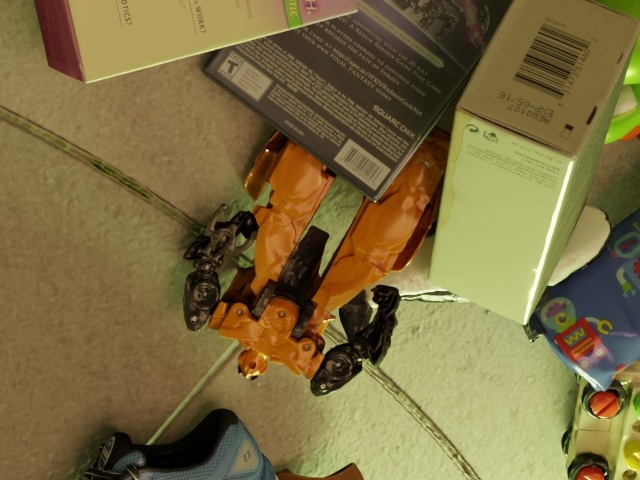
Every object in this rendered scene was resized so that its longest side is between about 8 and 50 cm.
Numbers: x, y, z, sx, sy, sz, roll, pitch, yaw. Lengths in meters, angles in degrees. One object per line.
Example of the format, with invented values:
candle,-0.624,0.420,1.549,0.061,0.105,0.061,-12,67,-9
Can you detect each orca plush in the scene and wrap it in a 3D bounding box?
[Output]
orca plush,0.151,0.042,1.663,0.287,0.151,0.102,-29,155,-16

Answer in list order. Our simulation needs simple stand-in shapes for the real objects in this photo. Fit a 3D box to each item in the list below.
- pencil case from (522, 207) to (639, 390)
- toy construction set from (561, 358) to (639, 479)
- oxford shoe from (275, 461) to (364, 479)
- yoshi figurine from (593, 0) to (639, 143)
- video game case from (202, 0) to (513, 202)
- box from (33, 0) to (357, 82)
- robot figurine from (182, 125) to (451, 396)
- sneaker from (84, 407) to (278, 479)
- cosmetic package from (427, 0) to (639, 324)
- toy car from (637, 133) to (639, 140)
pencil case,0.349,0.017,1.697,0.306,0.133,0.119,-42,162,11
toy construction set,0.380,0.205,1.829,0.215,0.151,0.328,3,105,-3
oxford shoe,-0.052,0.277,1.697,0.212,0.076,0.076,-13,88,-20
yoshi figurine,0.377,-0.221,1.528,0.362,0.203,0.203,-29,97,6
video game case,0.054,-0.201,1.469,0.196,0.026,0.274,37,92,3
box,-0.117,-0.265,1.340,0.243,0.117,0.213,-18,109,-19
robot figurine,0.000,0.000,1.544,0.211,0.085,0.291,29,100,-4
sneaker,-0.203,0.260,1.580,0.330,0.130,0.147,-28,112,-21
cosmetic package,0.186,-0.072,1.490,0.160,0.113,0.309,-60,168,-27
toy car,0.333,-0.240,1.651,0.239,0.053,0.225,38,92,-36
